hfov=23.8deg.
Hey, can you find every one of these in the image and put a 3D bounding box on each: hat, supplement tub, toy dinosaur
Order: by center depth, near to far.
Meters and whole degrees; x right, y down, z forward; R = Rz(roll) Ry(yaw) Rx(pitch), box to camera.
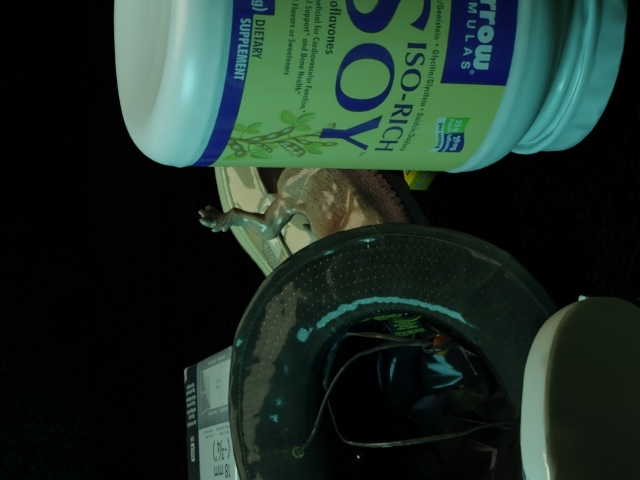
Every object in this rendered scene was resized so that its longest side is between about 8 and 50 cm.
[{"bbox_3d":[0.030,-0.170,1.118,0.241,0.331,0.241,180,90,-72],"label":"supplement tub"},{"bbox_3d":[0.084,0.147,1.215,0.134,0.331,0.331,-7,-81,-69],"label":"hat"},{"bbox_3d":[0.033,-0.035,1.290,0.295,0.127,0.200,49,131,12],"label":"toy dinosaur"}]

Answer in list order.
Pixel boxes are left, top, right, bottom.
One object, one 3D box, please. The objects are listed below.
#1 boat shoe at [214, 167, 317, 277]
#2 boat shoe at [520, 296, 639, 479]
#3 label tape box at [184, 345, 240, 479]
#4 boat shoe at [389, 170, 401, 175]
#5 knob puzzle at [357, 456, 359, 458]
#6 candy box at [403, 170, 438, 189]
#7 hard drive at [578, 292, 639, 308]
[{"bbox_3d":[0.000,0.000,1.513,0.110,0.122,0.341,-35,74,44],"label":"boat shoe"},{"bbox_3d":[0.152,0.214,0.868,0.158,0.127,0.340,141,127,-57],"label":"boat shoe"},{"bbox_3d":[-0.082,0.301,1.797,0.240,0.106,0.333,148,121,-69],"label":"label tape box"},{"bbox_3d":[0.065,-0.162,1.347,0.073,0.080,0.223,25,121,26],"label":"boat shoe"},{"bbox_3d":[0.074,0.207,1.378,0.213,0.030,0.213,-22,59,42],"label":"knob puzzle"},{"bbox_3d":[0.089,-0.161,1.419,0.105,0.027,0.206,124,142,-52],"label":"candy box"},{"bbox_3d":[0.229,0.212,0.947,0.237,0.064,0.339,-164,74,-71],"label":"hard drive"}]
